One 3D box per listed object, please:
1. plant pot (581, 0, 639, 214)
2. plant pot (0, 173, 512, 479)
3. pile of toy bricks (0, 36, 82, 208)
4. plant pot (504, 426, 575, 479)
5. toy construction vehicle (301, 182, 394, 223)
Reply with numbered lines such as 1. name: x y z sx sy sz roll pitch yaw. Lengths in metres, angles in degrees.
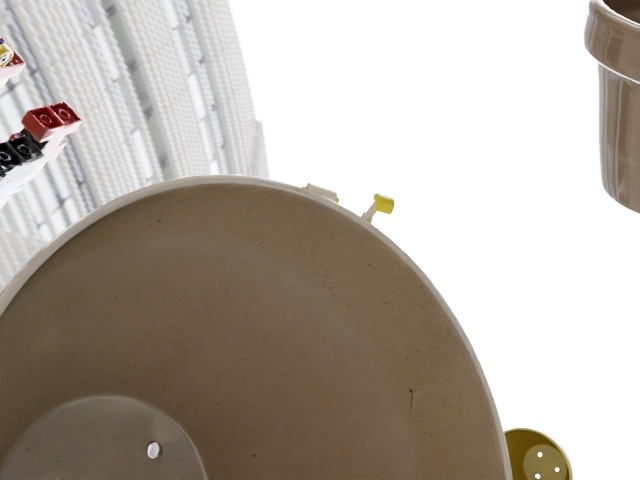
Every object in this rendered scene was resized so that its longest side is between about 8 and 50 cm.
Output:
1. plant pot: 0.411 -0.152 1.029 0.263 0.263 0.229 10 -56 12
2. plant pot: -0.071 0.130 0.462 0.284 0.284 0.191 48 -37 -15
3. pile of toy bricks: -0.230 -0.040 0.466 0.118 0.212 0.105 47 -60 4
4. plant pot: 0.311 0.333 1.334 0.134 0.095 0.134 -3 -96 32
5. toy construction vehicle: 0.000 0.000 0.673 0.086 0.035 0.098 14 -58 -16
